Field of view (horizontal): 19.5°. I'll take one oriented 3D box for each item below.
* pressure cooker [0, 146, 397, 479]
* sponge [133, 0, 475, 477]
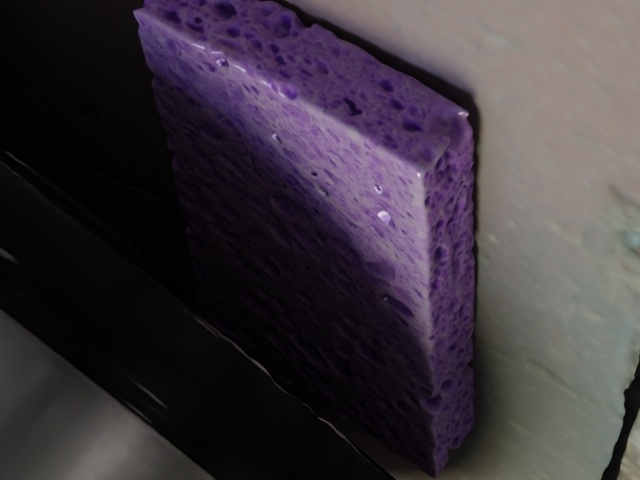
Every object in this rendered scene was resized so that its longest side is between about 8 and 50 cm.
[{"bbox_3d":[-0.199,0.180,0.709,0.370,0.420,0.375,39,171,-4],"label":"pressure cooker"},{"bbox_3d":[0.000,0.000,0.660,0.117,0.031,0.210,31,155,22],"label":"sponge"}]
